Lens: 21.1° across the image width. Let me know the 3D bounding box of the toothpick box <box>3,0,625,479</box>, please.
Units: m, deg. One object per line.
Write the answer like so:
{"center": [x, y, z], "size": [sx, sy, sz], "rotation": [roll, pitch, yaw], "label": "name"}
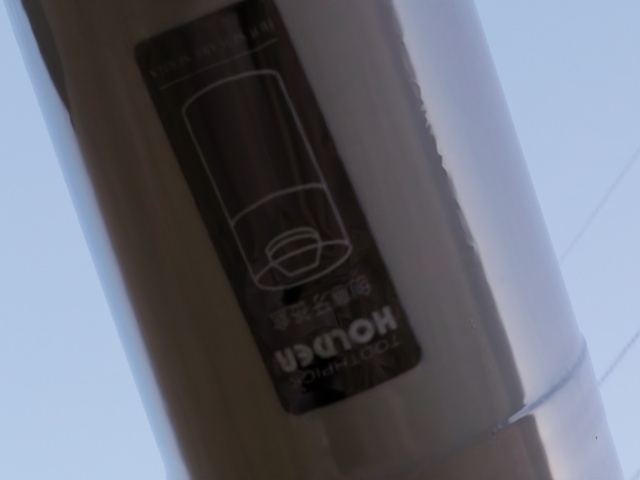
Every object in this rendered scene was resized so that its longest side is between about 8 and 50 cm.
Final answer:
{"center": [0.000, 0.000, 0.421], "size": [0.111, 0.111, 0.180], "rotation": [-13, -78, 24], "label": "toothpick box"}
